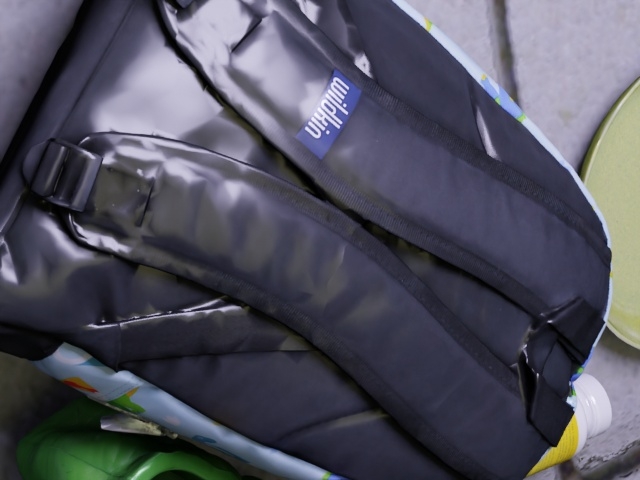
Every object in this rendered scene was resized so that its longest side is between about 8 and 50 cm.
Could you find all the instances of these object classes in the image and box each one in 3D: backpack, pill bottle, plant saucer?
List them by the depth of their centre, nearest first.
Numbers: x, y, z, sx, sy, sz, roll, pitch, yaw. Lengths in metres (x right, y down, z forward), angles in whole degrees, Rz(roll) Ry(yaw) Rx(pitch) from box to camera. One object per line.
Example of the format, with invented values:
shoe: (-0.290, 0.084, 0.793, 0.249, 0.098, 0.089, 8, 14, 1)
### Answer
backpack: (0.000, 0.000, 0.833, 0.355, 0.273, 0.290, 27, 78, -15)
pill bottle: (0.150, 0.134, 1.069, 0.116, 0.065, 0.065, -16, 113, -27)
plant saucer: (0.274, -0.035, 1.111, 0.241, 0.037, 0.241, -10, 111, -29)

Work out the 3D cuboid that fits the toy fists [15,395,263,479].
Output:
toy fists: (-0.061, 0.182, 0.906, 0.279, 0.142, 0.096, 35, 70, -36)
